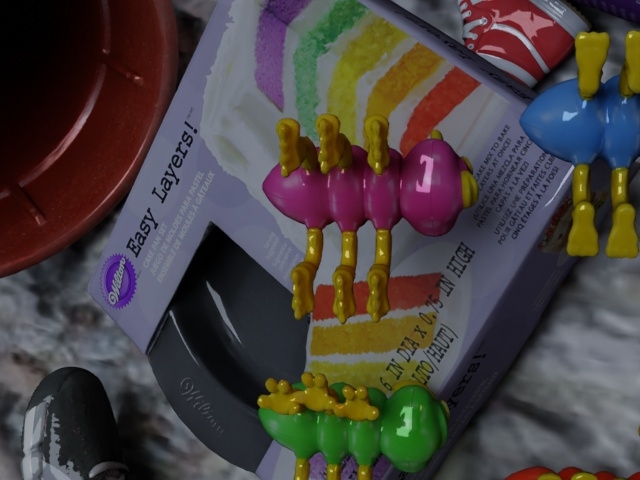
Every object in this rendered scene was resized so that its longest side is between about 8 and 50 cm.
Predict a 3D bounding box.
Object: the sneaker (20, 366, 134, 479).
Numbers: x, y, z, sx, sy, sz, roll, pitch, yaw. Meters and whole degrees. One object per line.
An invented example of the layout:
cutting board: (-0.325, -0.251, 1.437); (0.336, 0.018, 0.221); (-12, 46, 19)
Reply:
sneaker: (-0.100, 0.184, 0.637); (0.132, 0.086, 0.229); (-11, 85, 25)

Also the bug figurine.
bug figurine: (0.077, 0.037, 0.454); (0.216, 0.072, 0.279); (4, 116, 8)

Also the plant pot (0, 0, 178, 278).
plant pot: (-0.281, -0.151, 0.717); (0.265, 0.272, 0.272); (40, 102, 39)

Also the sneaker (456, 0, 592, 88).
sneaker: (0.087, -0.128, 0.594); (0.118, 0.042, 0.067); (45, 102, 28)

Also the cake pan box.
cake pan box: (0.000, 0.000, 0.589); (0.246, 0.070, 0.267); (43, 114, 31)

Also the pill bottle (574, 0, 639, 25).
pill bottle: (0.138, -0.171, 0.513); (0.193, 0.108, 0.108); (27, 96, 23)
